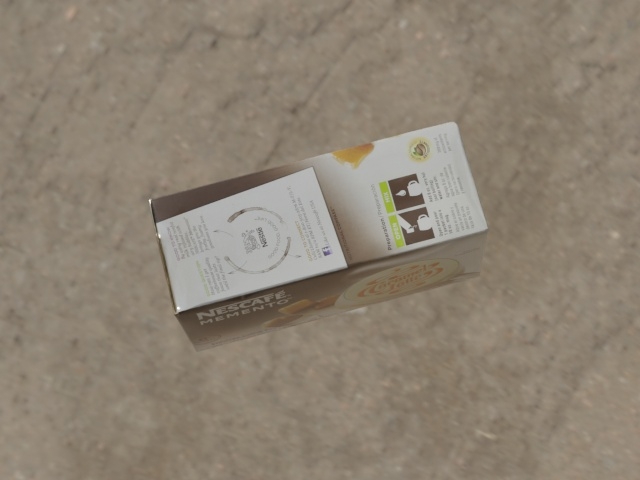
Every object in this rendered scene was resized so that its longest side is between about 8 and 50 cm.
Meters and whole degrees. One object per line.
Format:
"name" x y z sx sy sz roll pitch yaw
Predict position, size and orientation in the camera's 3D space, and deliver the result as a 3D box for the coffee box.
"coffee box" 0.000 0.000 1.272 0.246 0.141 0.098 -15 73 -2
